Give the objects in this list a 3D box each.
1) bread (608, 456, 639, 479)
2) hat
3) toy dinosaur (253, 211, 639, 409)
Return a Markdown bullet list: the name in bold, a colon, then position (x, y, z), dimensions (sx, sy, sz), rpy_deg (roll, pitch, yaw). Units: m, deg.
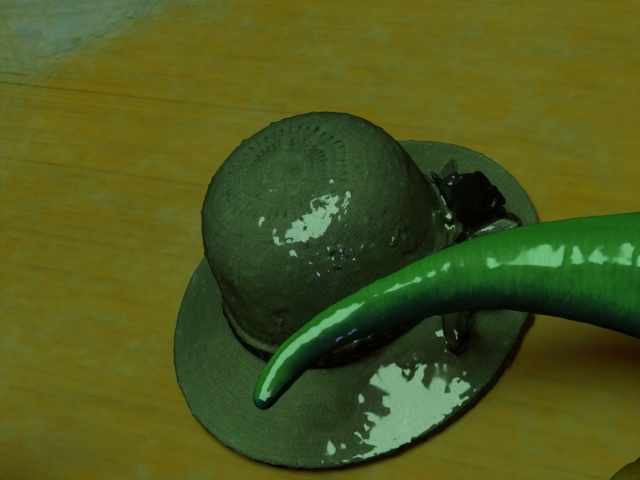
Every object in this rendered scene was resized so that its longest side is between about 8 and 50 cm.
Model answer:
- **bread**: position (0.150, 0.230, 0.876), dimensions (0.294, 0.132, 0.167), rpy_deg (-51, 32, -16)
- **hat**: position (0.000, 0.000, 1.173), dimensions (0.257, 0.130, 0.257), rpy_deg (-14, 48, 16)
- **toy dinosaur**: position (0.248, 0.089, 0.998), dimensions (0.500, 0.144, 0.374), rpy_deg (-32, 56, 4)
